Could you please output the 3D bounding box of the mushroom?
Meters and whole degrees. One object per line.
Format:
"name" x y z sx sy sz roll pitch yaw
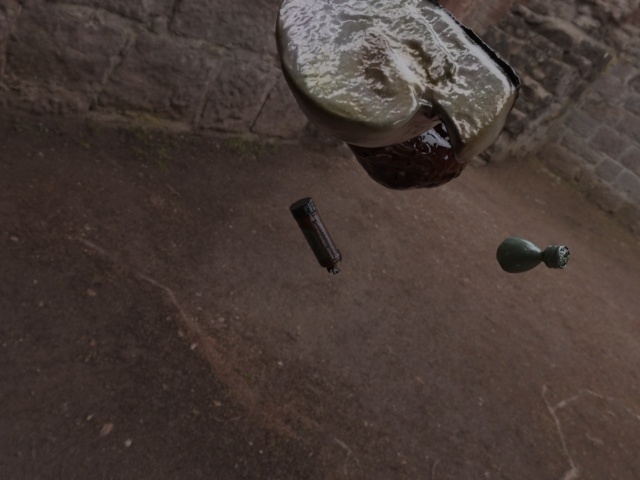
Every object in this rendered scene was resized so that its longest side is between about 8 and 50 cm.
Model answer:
"mushroom" 0.049 -0.146 0.547 0.236 0.173 0.162 49 -14 11

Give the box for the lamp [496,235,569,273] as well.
"lamp" 0.569 0.041 1.465 0.106 0.106 0.193 10 -5 -37

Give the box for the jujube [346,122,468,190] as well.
"jujube" 0.160 -0.189 0.979 0.290 0.197 0.197 8 36 -48

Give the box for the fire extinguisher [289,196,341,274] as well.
"fire extinguisher" 0.000 0.000 1.063 0.062 0.050 0.177 -90 154 -66
